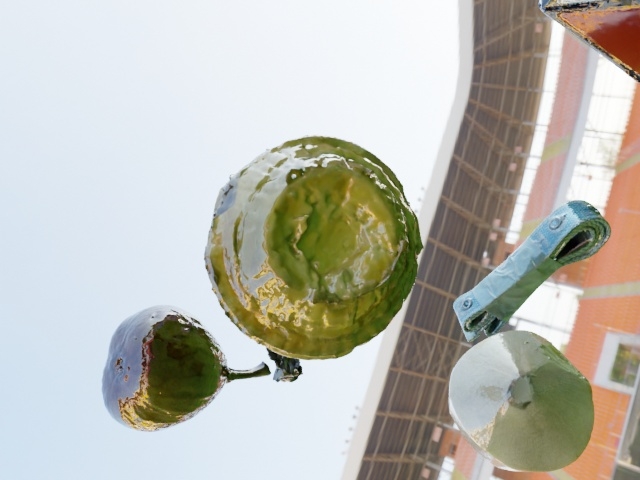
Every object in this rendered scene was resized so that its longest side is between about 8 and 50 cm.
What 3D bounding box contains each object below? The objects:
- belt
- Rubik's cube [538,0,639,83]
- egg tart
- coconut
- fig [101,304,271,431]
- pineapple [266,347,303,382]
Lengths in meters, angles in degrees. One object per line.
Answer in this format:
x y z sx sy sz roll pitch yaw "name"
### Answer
0.345 0.058 0.988 0.087 0.072 0.302 27 -61 -28 "belt"
0.511 -0.415 0.855 0.248 0.250 0.246 -58 3 -29 "Rubik's cube"
0.000 0.000 0.725 0.290 0.290 0.115 -66 7 -16 "egg tart"
0.320 0.259 0.952 0.241 0.241 0.241 -30 -53 -50 "coconut"
-0.220 0.240 1.077 0.320 0.217 0.217 19 -94 -38 "fig"
-0.049 0.118 0.825 0.074 0.074 0.159 57 -156 -51 "pineapple"
